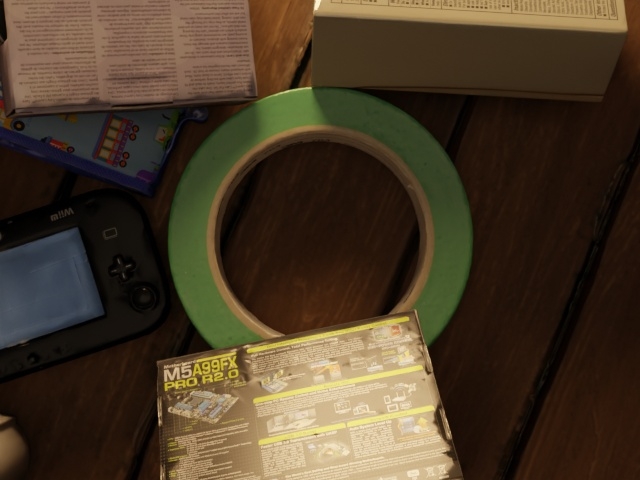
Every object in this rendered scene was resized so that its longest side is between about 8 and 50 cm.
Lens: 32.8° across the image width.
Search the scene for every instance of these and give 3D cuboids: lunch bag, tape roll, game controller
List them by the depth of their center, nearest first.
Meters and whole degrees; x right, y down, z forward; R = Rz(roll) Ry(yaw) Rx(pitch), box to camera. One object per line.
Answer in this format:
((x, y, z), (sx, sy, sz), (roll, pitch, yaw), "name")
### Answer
((-0.254, -0.189, 1.154), (0.293, 0.138, 0.221), (20, 85, -9), "lunch bag")
((-0.325, 0.060, 1.162), (0.319, 0.067, 0.166), (-18, 93, -2), "game controller")
((0.000, 0.000, 1.166), (0.321, 0.077, 0.321), (0, 88, -1), "tape roll")

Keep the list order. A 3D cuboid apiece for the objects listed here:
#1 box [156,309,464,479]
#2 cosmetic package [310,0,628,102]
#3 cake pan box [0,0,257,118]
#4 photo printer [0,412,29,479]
((-0.016, 0.185, 1.027), (0.270, 0.216, 0.060), (-12, 133, -1), "box")
((0.147, -0.244, 1.130), (0.309, 0.113, 0.160), (4, 57, 1), "cosmetic package")
((-0.202, -0.250, 1.088), (0.267, 0.070, 0.246), (-8, 91, -24), "cake pan box")
((-0.441, 0.231, 1.038), (0.256, 0.307, 0.107), (-1, 88, -1), "photo printer")
